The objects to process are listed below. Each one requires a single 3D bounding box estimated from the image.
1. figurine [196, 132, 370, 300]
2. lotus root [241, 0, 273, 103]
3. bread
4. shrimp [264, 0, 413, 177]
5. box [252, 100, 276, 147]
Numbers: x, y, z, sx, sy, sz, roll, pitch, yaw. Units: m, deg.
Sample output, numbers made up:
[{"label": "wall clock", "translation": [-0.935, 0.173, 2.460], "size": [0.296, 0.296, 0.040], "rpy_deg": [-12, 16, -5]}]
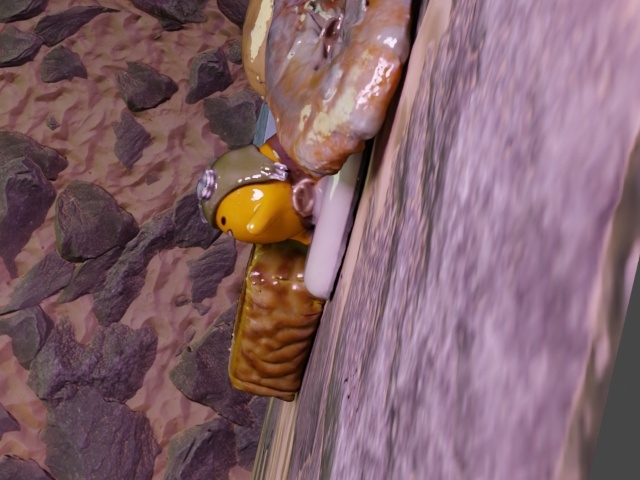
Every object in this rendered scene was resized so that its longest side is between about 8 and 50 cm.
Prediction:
[{"label": "figurine", "translation": [-0.031, -0.081, 0.646], "size": [0.166, 0.140, 0.250], "rpy_deg": [108, 175, -75]}, {"label": "lotus root", "translation": [0.008, -0.321, 0.857], "size": [0.169, 0.151, 0.343], "rpy_deg": [-13, -50, -63]}, {"label": "bread", "translation": [-0.046, 0.065, 0.797], "size": [0.182, 0.095, 0.222], "rpy_deg": [-84, 7, -48]}, {"label": "shrimp", "translation": [0.009, -0.177, 0.559], "size": [0.164, 0.062, 0.317], "rpy_deg": [-49, 32, 28]}, {"label": "box", "translation": [-0.029, -0.145, 1.010], "size": [0.162, 0.129, 0.227], "rpy_deg": [120, 160, -53]}]
